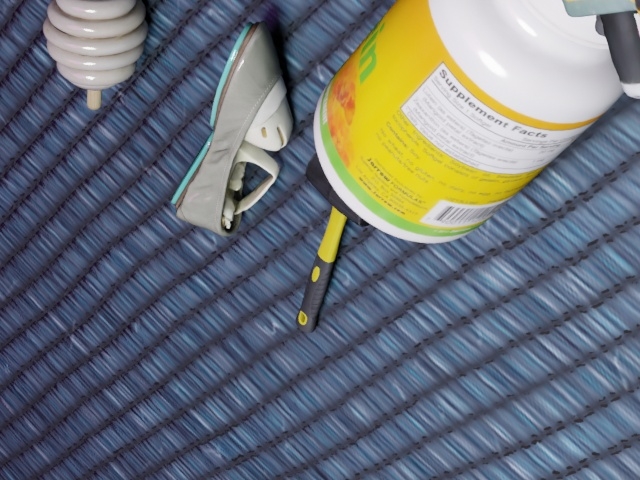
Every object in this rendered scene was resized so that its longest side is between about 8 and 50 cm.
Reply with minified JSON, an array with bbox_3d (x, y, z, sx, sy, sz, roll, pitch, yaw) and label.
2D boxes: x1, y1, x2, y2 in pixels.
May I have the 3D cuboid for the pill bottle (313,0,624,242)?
[{"bbox_3d":[0.106,-0.110,1.091,0.136,0.136,0.245,56,143,10],"label":"pill bottle"}]

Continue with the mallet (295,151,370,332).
[{"bbox_3d":[0.000,0.000,1.375,0.062,0.039,0.189,49,145,17],"label":"mallet"}]

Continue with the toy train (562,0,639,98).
[{"bbox_3d":[0.163,-0.218,0.861,0.190,0.142,0.333,5,117,62],"label":"toy train"}]

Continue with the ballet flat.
[{"bbox_3d":[-0.055,-0.080,1.376,0.068,0.072,0.213,28,138,0],"label":"ballet flat"}]

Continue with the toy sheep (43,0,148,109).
[{"bbox_3d":[-0.178,-0.165,1.445,0.091,0.091,0.132,28,132,38],"label":"toy sheep"}]
